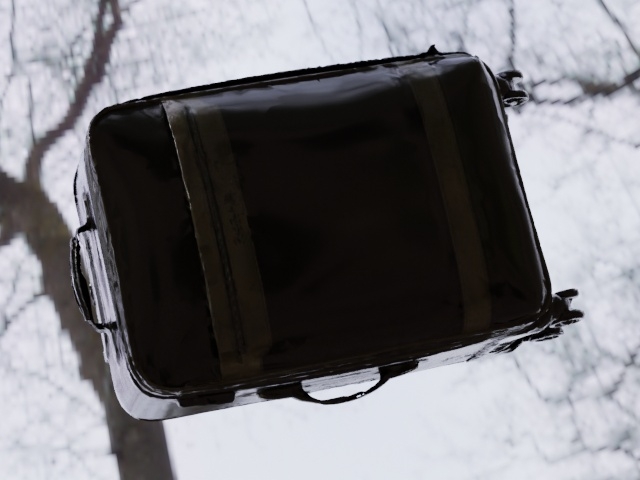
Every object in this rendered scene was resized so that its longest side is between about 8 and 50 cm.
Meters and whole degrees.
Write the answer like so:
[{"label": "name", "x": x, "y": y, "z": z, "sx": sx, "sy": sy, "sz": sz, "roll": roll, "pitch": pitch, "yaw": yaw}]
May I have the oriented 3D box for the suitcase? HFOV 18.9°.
[{"label": "suitcase", "x": 0.000, "y": 0.000, "z": 1.662, "sx": 0.434, "sy": 0.283, "sz": 0.194, "roll": -10, "pitch": -13, "yaw": -13}]
